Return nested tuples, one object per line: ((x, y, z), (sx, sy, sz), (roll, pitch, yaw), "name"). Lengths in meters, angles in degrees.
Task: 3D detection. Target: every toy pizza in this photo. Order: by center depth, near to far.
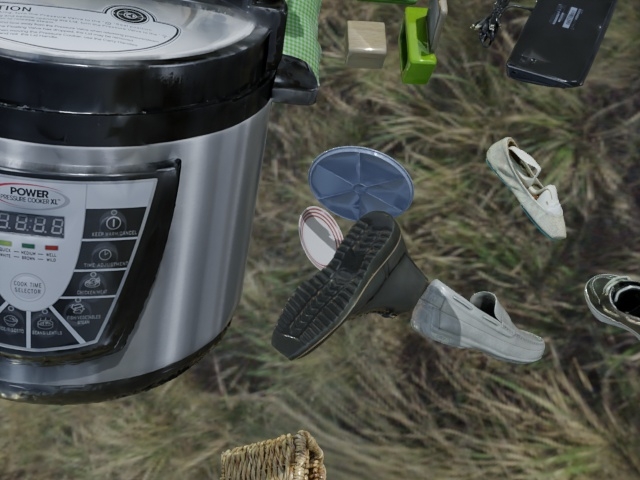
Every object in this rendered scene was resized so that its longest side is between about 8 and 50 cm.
((0.076, -0.107, 1.583), (0.201, 0.201, 0.032), (-33, 31, 44), "toy pizza")

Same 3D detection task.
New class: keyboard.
((0.370, -0.368, 1.400), (0.201, 0.317, 0.033), (21, 145, 15), "keyboard")

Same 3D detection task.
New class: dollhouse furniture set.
((-0.003, -0.316, 1.055), (0.151, 0.302, 0.197), (103, 168, -60), "dollhouse furniture set")

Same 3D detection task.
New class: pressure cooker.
((-0.235, -0.109, 0.790), (0.375, 0.370, 0.420), (30, 124, 27), "pressure cooker")

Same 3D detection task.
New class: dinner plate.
((0.000, 0.000, 1.705), (0.017, 0.141, 0.141), (-24, 77, 37), "dinner plate")

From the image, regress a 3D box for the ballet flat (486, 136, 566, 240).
((0.299, -0.074, 1.197), (0.168, 0.057, 0.052), (51, 131, 6), "ballet flat")

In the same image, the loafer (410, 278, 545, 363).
((0.308, 0.153, 1.575), (0.112, 0.319, 0.111), (25, 95, 54), "loafer")

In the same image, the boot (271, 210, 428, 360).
((0.046, 0.080, 0.984), (0.198, 0.137, 0.077), (-47, 46, -7), "boot")

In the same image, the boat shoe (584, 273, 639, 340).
((0.432, 0.084, 1.178), (0.070, 0.078, 0.219), (56, 178, -23), "boat shoe")

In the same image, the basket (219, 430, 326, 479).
((-0.045, 0.520, 1.529), (0.223, 0.213, 0.299), (-24, 51, 37), "basket")
